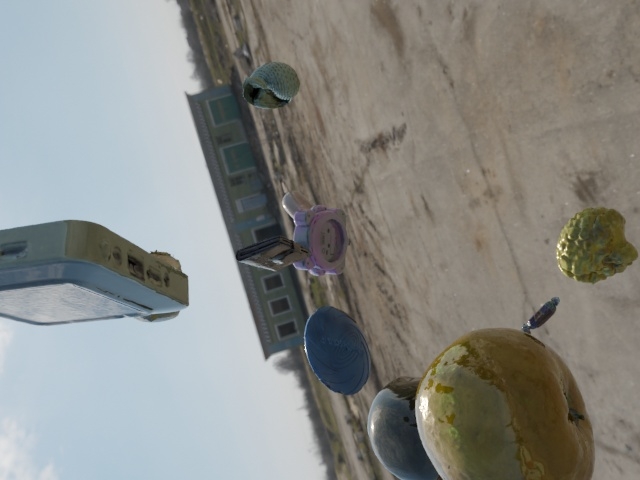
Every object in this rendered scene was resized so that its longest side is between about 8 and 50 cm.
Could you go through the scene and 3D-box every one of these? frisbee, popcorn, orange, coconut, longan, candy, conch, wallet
[{"bbox_3d":[0.057,0.285,1.410,0.242,0.045,0.242,29,-133,-35],"label":"frisbee"},{"bbox_3d":[0.797,0.018,1.534,0.203,0.226,0.200,36,175,36],"label":"popcorn"},{"bbox_3d":[0.273,0.270,0.808,0.279,0.235,0.279,34,-135,-43],"label":"orange"},{"bbox_3d":[-0.451,0.138,1.444,0.194,0.194,0.195,163,90,-85],"label":"coconut"},{"bbox_3d":[0.357,0.640,1.828,0.336,0.404,0.405,43,-165,-38],"label":"longan"},{"bbox_3d":[0.751,0.260,1.815,0.043,0.175,0.045,22,-158,-47],"label":"candy"},{"bbox_3d":[-0.132,-0.423,1.449,0.135,0.153,0.102,110,166,-50],"label":"conch"},{"bbox_3d":[-0.112,0.036,1.337,0.230,0.124,0.042,31,-139,-68],"label":"wallet"}]

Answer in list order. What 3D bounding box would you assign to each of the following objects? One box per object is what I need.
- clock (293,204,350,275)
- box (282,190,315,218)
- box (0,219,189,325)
[{"bbox_3d":[0.000,0.000,1.719,0.247,0.090,0.228,3,-92,-58],"label":"clock"},{"bbox_3d":[-0.068,-0.112,1.981,0.146,0.088,0.200,45,-176,19],"label":"box"},{"bbox_3d":[-0.463,0.078,0.941,0.367,0.372,0.091,54,-149,-68],"label":"box"}]
